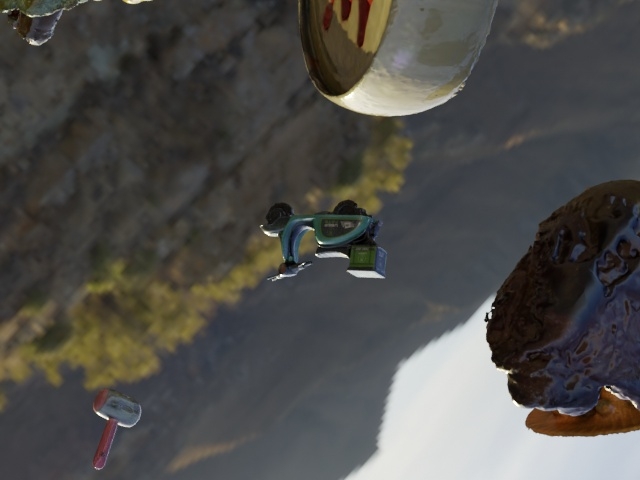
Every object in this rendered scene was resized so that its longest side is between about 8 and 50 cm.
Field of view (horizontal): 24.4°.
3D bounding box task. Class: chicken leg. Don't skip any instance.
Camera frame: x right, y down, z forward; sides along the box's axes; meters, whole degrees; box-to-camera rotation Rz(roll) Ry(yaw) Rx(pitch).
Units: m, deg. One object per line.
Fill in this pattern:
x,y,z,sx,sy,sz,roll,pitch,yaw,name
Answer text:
0.250,0.037,1.175,0.322,0.177,0.083,-49,180,-40,chicken leg

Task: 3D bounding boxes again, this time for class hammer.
-0.220,0.198,1.542,0.031,0.052,0.083,-19,-132,56,hammer

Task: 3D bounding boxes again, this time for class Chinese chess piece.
0.063,-0.228,1.237,0.250,0.103,0.250,-177,-90,-69,Chinese chess piece

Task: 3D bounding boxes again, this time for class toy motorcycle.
0.000,0.000,1.871,0.058,0.173,0.100,34,60,-62,toy motorcycle

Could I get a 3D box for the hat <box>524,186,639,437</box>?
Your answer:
0.312,0.056,1.528,0.233,0.233,0.244,-22,-170,-41,hat

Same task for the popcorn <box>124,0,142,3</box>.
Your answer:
-0.187,-0.316,1.245,0.203,0.226,0.200,-38,164,34,popcorn

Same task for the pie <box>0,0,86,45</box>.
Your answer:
-0.372,-0.418,1.961,0.274,0.257,0.105,-28,-174,30,pie
